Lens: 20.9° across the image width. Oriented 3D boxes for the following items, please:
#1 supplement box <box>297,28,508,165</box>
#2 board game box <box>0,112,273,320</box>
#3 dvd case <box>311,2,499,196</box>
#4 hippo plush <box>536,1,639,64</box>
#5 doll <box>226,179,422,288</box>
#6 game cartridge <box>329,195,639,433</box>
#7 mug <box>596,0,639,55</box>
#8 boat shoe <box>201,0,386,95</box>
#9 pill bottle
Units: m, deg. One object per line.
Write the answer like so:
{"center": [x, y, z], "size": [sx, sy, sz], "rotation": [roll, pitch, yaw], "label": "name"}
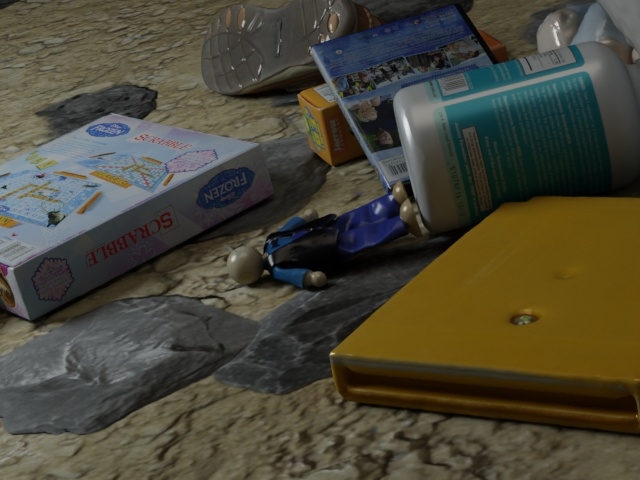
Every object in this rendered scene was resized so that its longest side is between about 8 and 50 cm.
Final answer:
{"center": [0.098, -0.161, 1.955], "size": [0.233, 0.078, 0.080], "rotation": [-20, 27, -11], "label": "supplement box"}
{"center": [-0.269, -0.036, 1.903], "size": [0.318, 0.066, 0.318], "rotation": [-29, 26, -29], "label": "board game box"}
{"center": [0.115, -0.154, 1.864], "size": [0.180, 0.022, 0.253], "rotation": [-17, 47, -10], "label": "dvd case"}
{"center": [0.343, -0.302, 1.768], "size": [0.294, 0.237, 0.234], "rotation": [-27, 24, -23], "label": "hippo plush"}
{"center": [0.000, 0.000, 1.676], "size": [0.189, 0.046, 0.129], "rotation": [-21, 32, 2], "label": "doll"}
{"center": [0.209, 0.049, 1.439], "size": [0.285, 0.053, 0.323], "rotation": [3, 26, 36], "label": "game cartridge"}
{"center": [0.430, -0.181, 1.499], "size": [0.276, 0.328, 0.374], "rotation": [-37, -13, 5], "label": "mug"}
{"center": [-0.035, -0.238, 2.201], "size": [0.116, 0.123, 0.324], "rotation": [11, -6, -37], "label": "boat shoe"}
{"center": [0.211, -0.105, 1.662], "size": [0.264, 0.146, 0.146], "rotation": [-14, 22, 2], "label": "pill bottle"}
